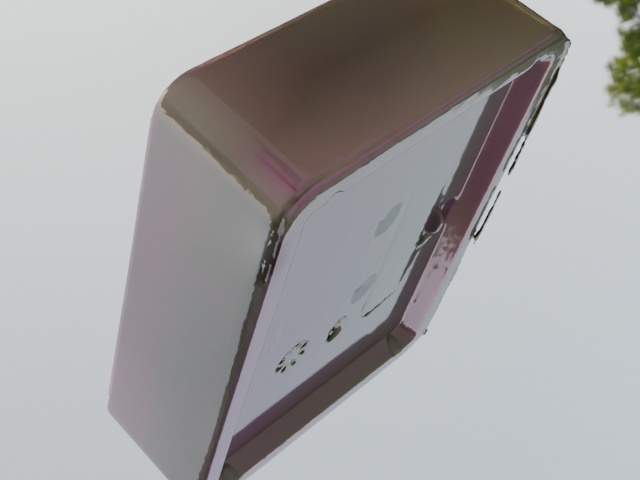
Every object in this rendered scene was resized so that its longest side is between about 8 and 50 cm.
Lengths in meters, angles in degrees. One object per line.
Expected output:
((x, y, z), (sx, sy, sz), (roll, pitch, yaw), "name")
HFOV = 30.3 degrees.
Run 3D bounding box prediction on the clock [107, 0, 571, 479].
((0.000, 0.000, 0.453), (0.063, 0.197, 0.150), (42, -127, 19), "clock")
